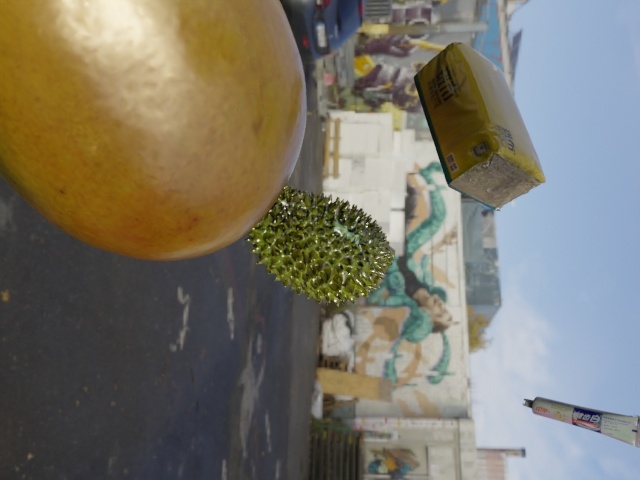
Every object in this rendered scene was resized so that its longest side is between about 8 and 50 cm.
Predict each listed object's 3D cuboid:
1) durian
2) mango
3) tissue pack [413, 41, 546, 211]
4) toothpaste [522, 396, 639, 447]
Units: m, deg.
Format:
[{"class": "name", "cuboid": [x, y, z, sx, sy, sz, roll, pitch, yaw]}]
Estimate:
[{"class": "durian", "cuboid": [0.002, 0.001, 0.843, 0.137, 0.221, 0.095, -66, -168, -25]}, {"class": "mango", "cuboid": [-0.181, -0.183, 0.576, 0.232, 0.300, 0.445, -110, 180, -59]}, {"class": "tissue pack", "cuboid": [0.188, -0.135, 0.776, 0.120, 0.082, 0.169, 19, 49, -42]}, {"class": "toothpaste", "cuboid": [0.379, 0.257, 0.958, 0.028, 0.170, 0.045, 1, 94, -49]}]
